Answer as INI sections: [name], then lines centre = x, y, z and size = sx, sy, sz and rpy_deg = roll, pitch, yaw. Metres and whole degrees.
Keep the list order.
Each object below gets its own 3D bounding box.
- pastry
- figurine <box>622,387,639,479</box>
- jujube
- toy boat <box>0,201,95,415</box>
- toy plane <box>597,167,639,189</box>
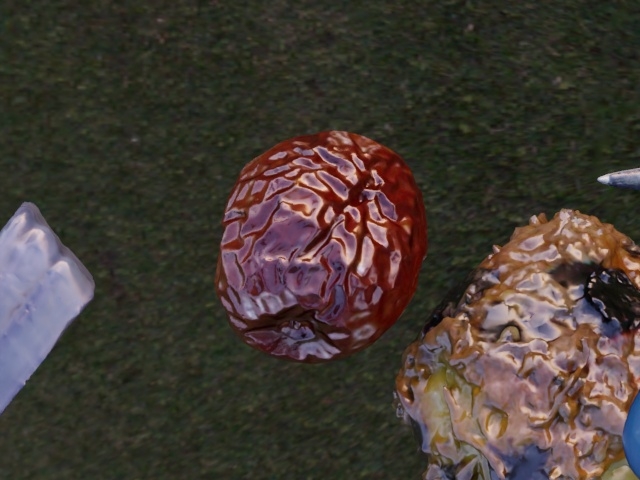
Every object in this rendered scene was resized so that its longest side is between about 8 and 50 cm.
[pastry]
centre = 0.274, 0.143, 1.321
size = 0.292, 0.405, 0.337
rpy_deg = -54, 50, 53
[figurine]
centre = 0.348, -0.013, 0.758
size = 0.298, 0.243, 0.416
rpy_deg = 40, 123, -14
[jujube]
centre = 0.000, 0.000, 1.231
size = 0.213, 0.213, 0.232
rpy_deg = -11, 47, 28
[toy boat]
centre = -0.245, 0.103, 0.729
size = 0.078, 0.127, 0.283
rpy_deg = 38, 87, -14
[toy plane]
centre = 0.373, -0.057, 1.128
size = 0.082, 0.234, 0.160
rpy_deg = 34, 125, 53
